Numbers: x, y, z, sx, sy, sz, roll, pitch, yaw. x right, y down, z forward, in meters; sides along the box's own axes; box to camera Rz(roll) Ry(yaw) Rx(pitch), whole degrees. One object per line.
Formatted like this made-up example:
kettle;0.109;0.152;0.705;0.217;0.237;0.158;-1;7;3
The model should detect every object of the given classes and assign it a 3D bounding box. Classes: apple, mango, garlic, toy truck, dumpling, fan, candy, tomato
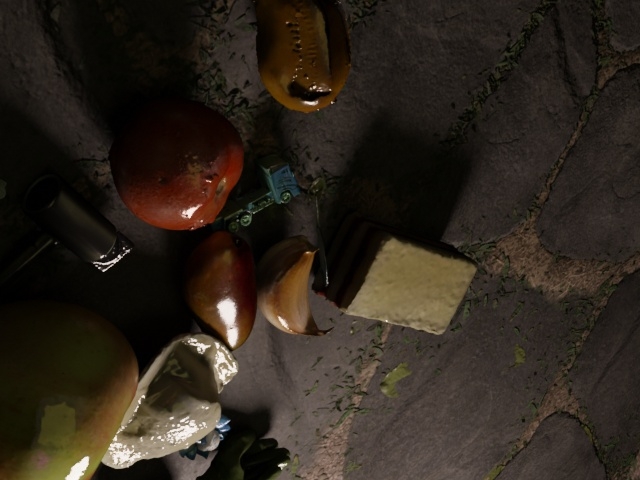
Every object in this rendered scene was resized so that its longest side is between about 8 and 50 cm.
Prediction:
apple;-0.438;0.238;1.564;0.277;0.319;0.319;27;98;-9
mango;-0.037;-0.328;1.662;0.156;0.151;0.249;-25;121;-13
mango;-0.177;0.089;1.811;0.133;0.111;0.268;-16;133;-18
garlic;-0.068;0.091;1.897;0.128;0.115;0.207;-29;125;-31
toy truck;-0.126;-0.082;1.795;0.175;0.067;0.081;-30;124;-18
dumpling;-0.264;0.275;1.787;0.227;0.175;0.243;80;23;-55
fan;0.000;0.000;1.924;0.005;0.113;0.175;-7;103;-6
candy;0.151;0.068;2.054;0.320;0.135;0.180;15;104;-45
tomato;-0.227;-0.121;1.602;0.208;0.184;0.208;-58;169;-18

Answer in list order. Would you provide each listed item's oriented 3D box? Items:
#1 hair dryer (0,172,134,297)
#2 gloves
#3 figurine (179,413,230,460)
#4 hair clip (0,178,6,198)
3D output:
hair dryer;-0.439;0.037;1.617;0.248;0.078;0.195;-40;134;0
gloves;-0.165;0.452;2.015;0.268;0.107;0.135;-20;101;-50
figurine;-0.214;0.370;1.969;0.114;0.079;0.114;-20;123;-34
hair clip;-0.498;-0.102;1.499;0.030;0.039;0.115;-51;133;-11
